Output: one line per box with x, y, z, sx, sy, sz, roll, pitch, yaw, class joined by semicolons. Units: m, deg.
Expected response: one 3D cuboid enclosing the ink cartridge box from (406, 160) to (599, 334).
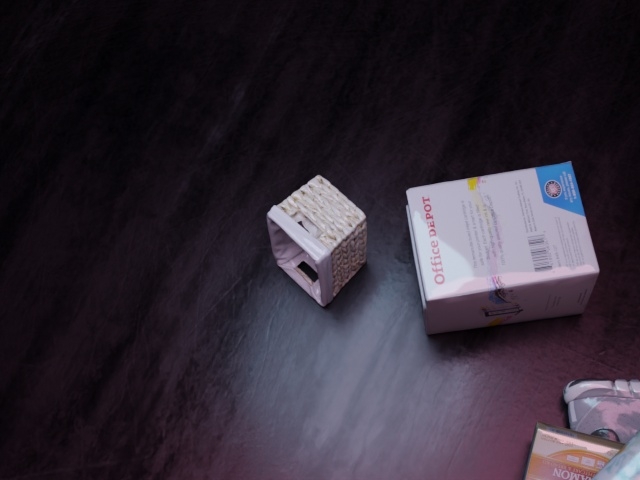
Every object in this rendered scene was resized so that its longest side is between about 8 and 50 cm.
0.247;0.017;1.382;0.233;0.168;0.171;-8;66;3;ink cartridge box

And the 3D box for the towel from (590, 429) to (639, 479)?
0.439;0.427;1.128;0.320;0.090;0.374;-45;76;-5;towel

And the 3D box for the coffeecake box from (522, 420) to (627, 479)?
0.327;0.343;1.257;0.142;0.068;0.185;13;92;12;coffeecake box

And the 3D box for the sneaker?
0.446;0.252;1.315;0.229;0.086;0.132;-4;71;16;sneaker

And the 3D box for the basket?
0.000;0.000;1.423;0.103;0.167;0.113;-41;69;-16;basket
